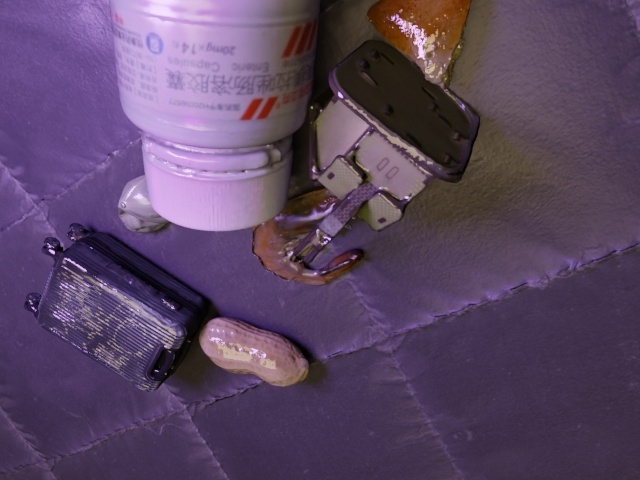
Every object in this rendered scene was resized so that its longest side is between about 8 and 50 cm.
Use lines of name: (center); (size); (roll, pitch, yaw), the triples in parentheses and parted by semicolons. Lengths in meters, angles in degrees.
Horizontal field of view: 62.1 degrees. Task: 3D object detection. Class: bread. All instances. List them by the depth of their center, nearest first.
bread: (0.155, -0.297, 0.702); (0.154, 0.054, 0.136); (46, 107, 3)

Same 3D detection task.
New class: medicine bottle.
medicine bottle: (-0.138, -0.200, 0.715); (0.255, 0.256, 0.325); (14, 123, 10)

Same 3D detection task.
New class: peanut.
peanut: (-0.123, 0.209, 0.981); (0.214, 0.090, 0.099); (17, 104, 9)

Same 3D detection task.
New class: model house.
model house: (0.052, -0.103, 0.758); (0.204, 0.218, 0.279); (39, 130, -3)

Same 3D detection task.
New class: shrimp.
shrimp: (0.000, 0.001, 0.880); (0.253, 0.058, 0.173); (-12, 116, 21)

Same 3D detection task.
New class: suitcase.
suitcase: (-0.377, 0.125, 0.995); (0.312, 0.128, 0.202); (33, 117, 0)

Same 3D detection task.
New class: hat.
hat: (-0.275, -0.060, 0.921); (0.166, 0.081, 0.123); (0, 116, 5)
